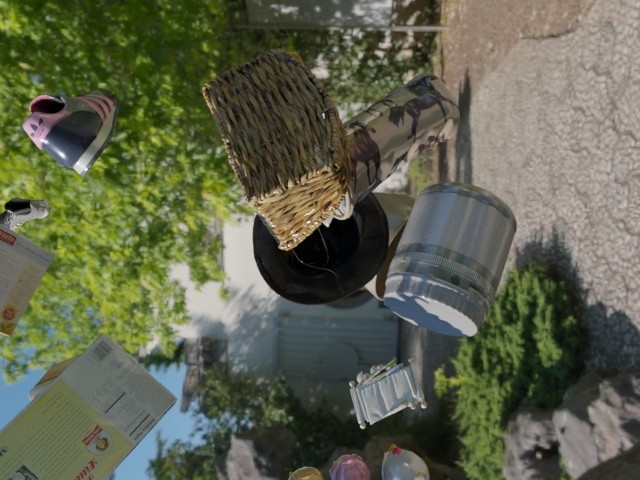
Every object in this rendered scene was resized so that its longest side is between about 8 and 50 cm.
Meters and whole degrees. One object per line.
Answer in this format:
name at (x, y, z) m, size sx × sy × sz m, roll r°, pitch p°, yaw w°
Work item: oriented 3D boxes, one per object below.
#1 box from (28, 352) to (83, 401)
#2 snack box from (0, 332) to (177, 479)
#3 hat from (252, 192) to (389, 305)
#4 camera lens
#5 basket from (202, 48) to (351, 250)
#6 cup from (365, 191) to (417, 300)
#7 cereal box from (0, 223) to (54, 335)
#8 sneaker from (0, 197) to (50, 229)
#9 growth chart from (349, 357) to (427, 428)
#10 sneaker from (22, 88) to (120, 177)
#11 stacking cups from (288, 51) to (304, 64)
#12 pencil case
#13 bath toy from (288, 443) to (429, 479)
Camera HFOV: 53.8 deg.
box at (-0.511, 0.325, 1.361) m, size 0.232 × 0.148 × 0.127 m, roll -170°, pitch 61°, yaw -78°
snack box at (-0.430, 0.342, 1.100) m, size 0.322 × 0.187 × 0.060 m, roll -47°, pitch -2°, yaw -30°
hat at (0.000, 0.000, 1.541) m, size 0.134 × 0.331 × 0.331 m, roll 122°, pitch 150°, yaw -86°
camera lens at (0.269, 0.033, 1.305) m, size 0.219 × 0.219 × 0.274 m, roll 85°, pitch -153°, yaw -67°
basket at (-0.055, -0.175, 1.185) m, size 0.299 × 0.213 × 0.223 m, roll 66°, pitch -177°, yaw 28°
cup at (0.179, -0.019, 1.930) m, size 0.331 × 0.237 × 0.331 m, roll -38°, pitch -34°, yaw -31°
cereal box at (-0.806, 0.100, 1.596) m, size 0.173 × 0.047 × 0.240 m, roll 45°, pitch -122°, yaw -46°
sneaker at (-1.080, -0.104, 2.214) m, size 0.132 × 0.228 × 0.086 m, roll 21°, pitch -128°, yaw -71°
growth chart at (0.179, 0.415, 1.741) m, size 0.021 × 0.237 × 0.172 m, roll 33°, pitch -142°, yaw -39°
sneaker at (-0.442, -0.229, 1.127) m, size 0.112 × 0.131 × 0.319 m, roll -51°, pitch 29°, yaw 11°
stacking cups at (-0.189, -0.474, 1.859) m, size 0.096 × 0.316 × 0.096 m, roll 2°, pitch -92°, yaw -48°
pencil case at (0.131, -0.204, 1.340) m, size 0.410 × 0.160 × 0.183 m, roll -38°, pitch -17°, yaw -31°
bath toy at (0.048, 0.497, 1.268) m, size 0.129 × 0.348 × 0.151 m, roll -136°, pitch 36°, yaw -62°
